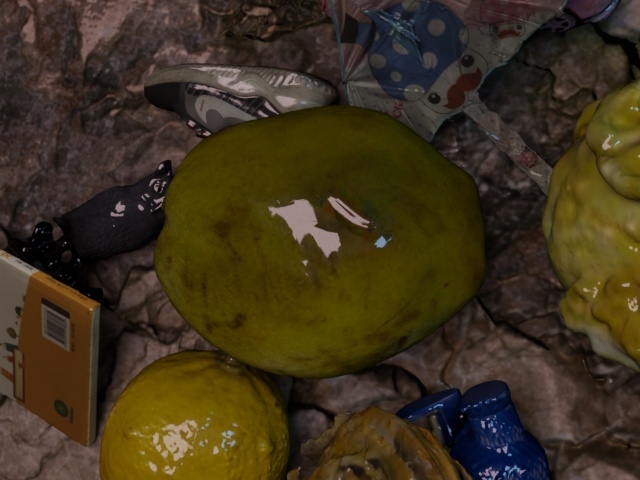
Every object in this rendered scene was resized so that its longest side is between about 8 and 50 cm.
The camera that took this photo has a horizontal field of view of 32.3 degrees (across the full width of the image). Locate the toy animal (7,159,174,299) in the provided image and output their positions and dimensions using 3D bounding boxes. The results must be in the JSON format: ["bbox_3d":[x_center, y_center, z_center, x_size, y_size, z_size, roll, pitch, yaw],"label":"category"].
[{"bbox_3d":[-0.240,-0.014,1.270,0.210,0.117,0.121,-33,115,-4],"label":"toy animal"}]

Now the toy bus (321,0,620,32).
[{"bbox_3d":[0.144,-0.281,1.101,0.303,0.147,0.127,0,73,22],"label":"toy bus"}]

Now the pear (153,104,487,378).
[{"bbox_3d":[0.000,0.000,1.067,0.321,0.269,0.269,7,86,7],"label":"pear"}]

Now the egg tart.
[{"bbox_3d":[0.046,0.296,1.026,0.297,0.132,0.297,32,131,44],"label":"egg tart"}]

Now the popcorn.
[{"bbox_3d":[0.337,-0.029,0.942,0.312,0.312,0.312,-3,82,20],"label":"popcorn"}]

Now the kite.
[{"bbox_3d":[0.130,-0.153,1.086,0.314,0.011,0.335,40,129,-7],"label":"kite"}]

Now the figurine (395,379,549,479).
[{"bbox_3d":[0.167,0.259,1.053,0.164,0.121,0.262,7,108,52],"label":"figurine"}]

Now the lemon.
[{"bbox_3d":[-0.127,0.212,1.124,0.192,0.192,0.231,26,109,22],"label":"lemon"}]

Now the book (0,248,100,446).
[{"bbox_3d":[-0.370,0.093,1.262,0.295,0.020,0.207,26,129,21],"label":"book"}]

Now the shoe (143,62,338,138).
[{"bbox_3d":[-0.092,-0.134,1.212,0.228,0.099,0.112,3,92,20],"label":"shoe"}]
